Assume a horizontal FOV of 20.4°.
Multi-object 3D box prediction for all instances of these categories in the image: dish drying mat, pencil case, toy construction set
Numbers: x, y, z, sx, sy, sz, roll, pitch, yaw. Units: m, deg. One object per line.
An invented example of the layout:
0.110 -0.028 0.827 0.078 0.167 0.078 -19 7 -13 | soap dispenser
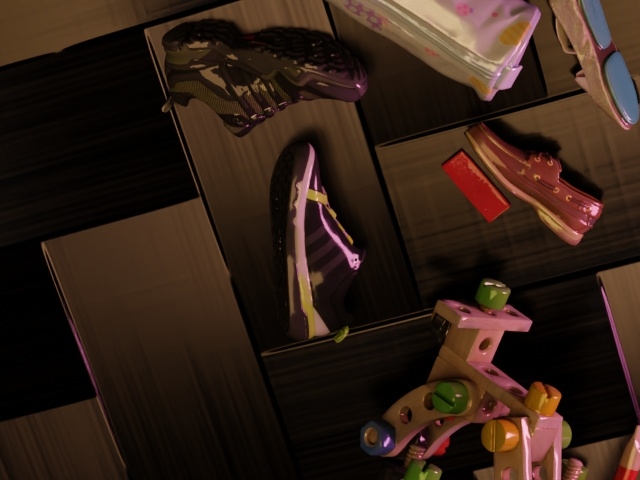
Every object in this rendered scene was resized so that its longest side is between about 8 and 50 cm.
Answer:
0.171 -0.059 1.951 0.032 0.008 0.083 -39 101 18 | dish drying mat
0.091 -0.254 1.836 0.273 0.124 0.113 30 110 -4 | pencil case
0.219 0.183 1.935 0.308 0.257 0.237 17 98 -20 | toy construction set

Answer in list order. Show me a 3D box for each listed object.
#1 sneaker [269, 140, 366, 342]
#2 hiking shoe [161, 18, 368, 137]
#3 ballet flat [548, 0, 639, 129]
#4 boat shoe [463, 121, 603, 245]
0.000 0.000 1.972 0.097 0.084 0.235 -6 111 -16 | sneaker
-0.060 -0.167 1.918 0.226 0.086 0.114 12 123 10 | hiking shoe
0.287 -0.194 1.875 0.052 0.057 0.168 -11 105 40 | ballet flat
0.230 -0.072 1.913 0.178 0.064 0.060 40 104 -13 | boat shoe
